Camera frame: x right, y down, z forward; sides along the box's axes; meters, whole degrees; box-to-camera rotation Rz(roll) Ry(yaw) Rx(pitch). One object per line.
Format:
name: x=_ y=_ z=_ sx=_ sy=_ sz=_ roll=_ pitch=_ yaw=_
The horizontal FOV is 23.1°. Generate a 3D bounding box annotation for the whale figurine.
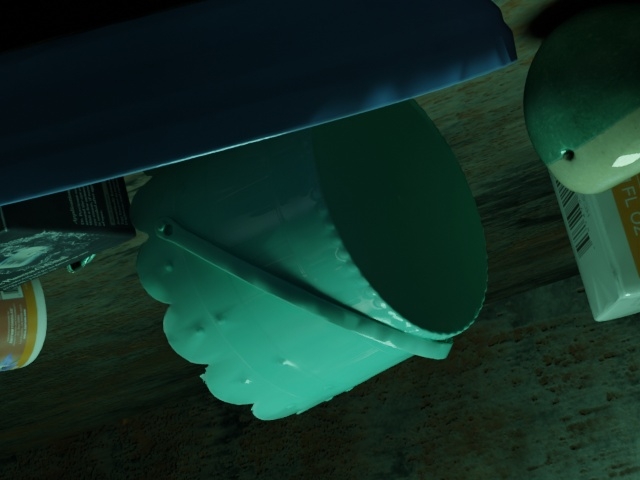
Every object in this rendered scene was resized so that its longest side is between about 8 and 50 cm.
whale figurine: x=0.283 y=-0.156 z=1.327 sx=0.272 sy=0.141 sz=0.216 roll=-37 pitch=-179 yaw=-27

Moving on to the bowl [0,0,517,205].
bowl: x=-0.082 y=-0.093 z=0.925 sx=0.391 sy=0.077 sz=0.391 roll=-15 pitch=-173 yaw=2

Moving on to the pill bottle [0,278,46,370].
pill bottle: x=-0.389 y=0.079 z=1.531 sx=0.216 sy=0.121 sz=0.121 roll=-6 pitch=166 yaw=-39

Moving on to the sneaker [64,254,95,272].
sneaker: x=-0.241 y=-0.003 z=1.434 sx=0.065 sy=0.076 sz=0.166 roll=-8 pitch=167 yaw=-31

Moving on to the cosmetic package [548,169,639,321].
cosmetic package: x=0.470 y=-0.091 z=1.569 sx=0.453 sy=0.230 sz=0.161 roll=-15 pitch=169 yaw=-4

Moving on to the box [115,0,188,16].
box: x=-0.091 y=-0.163 z=0.877 sx=0.062 sy=0.052 sz=0.083 roll=-15 pitch=169 yaw=2

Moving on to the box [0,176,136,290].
box: x=-0.262 y=-0.023 z=1.259 sx=0.156 sy=0.093 sz=0.158 roll=-21 pitch=167 yaw=30

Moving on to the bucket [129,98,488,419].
bucket: x=0.000 y=0.000 z=1.313 sx=0.183 sy=0.281 sz=0.281 roll=-26 pitch=166 yaw=33
